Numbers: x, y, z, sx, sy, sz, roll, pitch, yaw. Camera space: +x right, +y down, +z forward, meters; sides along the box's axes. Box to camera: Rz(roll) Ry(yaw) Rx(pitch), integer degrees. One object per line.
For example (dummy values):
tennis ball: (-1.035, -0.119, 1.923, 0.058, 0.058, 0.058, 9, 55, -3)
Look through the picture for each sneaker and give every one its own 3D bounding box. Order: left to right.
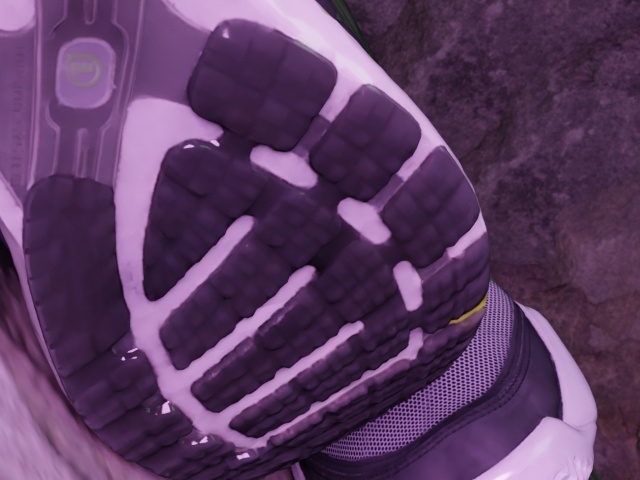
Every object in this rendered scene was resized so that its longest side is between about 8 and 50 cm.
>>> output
sneaker: (-0.054, -0.055, 0.373, 0.300, 0.111, 0.121, 57, 4, -40)
sneaker: (0.000, 0.000, 0.551, 0.153, 0.101, 0.268, 57, 3, -21)
